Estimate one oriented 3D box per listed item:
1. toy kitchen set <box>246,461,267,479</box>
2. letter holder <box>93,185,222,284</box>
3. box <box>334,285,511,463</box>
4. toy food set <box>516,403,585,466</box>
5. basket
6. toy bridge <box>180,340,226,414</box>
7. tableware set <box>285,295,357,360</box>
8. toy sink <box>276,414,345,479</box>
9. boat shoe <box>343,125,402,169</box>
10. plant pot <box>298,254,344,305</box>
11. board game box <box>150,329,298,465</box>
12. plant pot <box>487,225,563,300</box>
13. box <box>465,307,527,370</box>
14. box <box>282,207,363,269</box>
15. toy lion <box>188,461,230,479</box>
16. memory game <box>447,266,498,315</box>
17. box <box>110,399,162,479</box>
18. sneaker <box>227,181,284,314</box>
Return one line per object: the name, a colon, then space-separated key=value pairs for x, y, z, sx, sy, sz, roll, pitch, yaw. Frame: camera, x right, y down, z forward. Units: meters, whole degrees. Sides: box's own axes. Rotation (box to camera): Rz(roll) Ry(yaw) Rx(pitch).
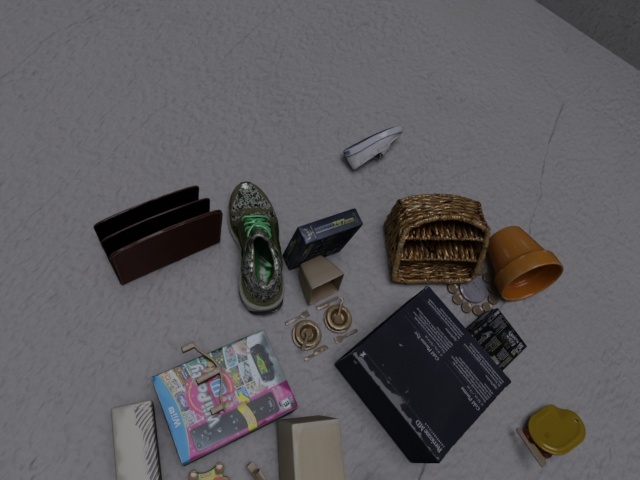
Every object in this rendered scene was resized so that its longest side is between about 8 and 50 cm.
toy kitchen set: x=-0.169 y=0.595 z=1.153 sx=0.075 sy=0.068 sz=0.083 roll=-33 pitch=77 yaw=-25
letter holder: x=-0.437 y=-0.039 z=1.291 sx=0.301 sy=0.214 sz=0.152 roll=-26 pitch=75 yaw=-23
box: x=0.274 y=0.365 z=1.313 sx=0.312 sy=0.179 sz=0.343 roll=-34 pitch=78 yaw=-26
toy food set: x=0.666 y=0.571 z=1.391 sx=0.217 sy=0.071 sz=0.128 roll=-18 pitch=48 yaw=-23
basket: x=0.371 y=-0.003 z=1.481 sx=0.299 sy=0.213 sz=0.223 roll=3 pitch=61 yaw=-12
toy bridge: x=-0.274 y=0.331 z=1.164 sx=0.063 sy=0.026 sz=0.188 roll=-24 pitch=73 yaw=-25
tableware set: x=0.009 y=0.245 z=1.377 sx=0.194 sy=0.039 sz=0.128 roll=-24 pitch=74 yaw=-23
toy sink: x=-0.020 y=0.555 z=1.153 sx=0.131 sy=0.153 sz=0.234 roll=1 pitch=73 yaw=-19
boat shoe: x=0.193 y=-0.326 z=1.671 sx=0.258 sy=0.095 sz=0.084 roll=-29 pitch=104 yaw=-21
plant pot: x=-0.008 y=0.109 z=1.403 sx=0.109 sy=0.109 sz=0.096 roll=-24 pitch=64 yaw=-23
board game box: x=-0.242 y=0.394 z=1.212 sx=0.303 sy=0.097 sz=0.224 roll=-20 pitch=72 yaw=-22
plant pot: x=0.643 y=0.062 z=1.552 sx=0.205 sy=0.205 sz=0.188 roll=-6 pitch=52 yaw=-17
box: x=0.508 y=0.318 z=1.447 sx=0.180 sy=0.077 sz=0.147 roll=-33 pitch=82 yaw=-25
box: x=0.000 y=0.000 z=1.378 sx=0.183 sy=0.233 sz=0.059 roll=-20 pitch=75 yaw=-21
toy lion: x=-0.262 y=0.597 z=1.152 sx=0.100 sy=0.034 sz=0.096 roll=-9 pitch=76 yaw=-18
memory game: x=0.501 y=0.158 z=1.562 sx=0.186 sy=0.012 sz=0.186 roll=6 pitch=65 yaw=-13
box: x=-0.419 y=0.521 z=1.099 sx=0.094 sy=0.113 sz=0.275 roll=-8 pitch=70 yaw=-19
sneaker: x=-0.171 y=-0.006 z=1.364 sx=0.158 sy=0.182 sz=0.410 roll=-7 pitch=68 yaw=-18
